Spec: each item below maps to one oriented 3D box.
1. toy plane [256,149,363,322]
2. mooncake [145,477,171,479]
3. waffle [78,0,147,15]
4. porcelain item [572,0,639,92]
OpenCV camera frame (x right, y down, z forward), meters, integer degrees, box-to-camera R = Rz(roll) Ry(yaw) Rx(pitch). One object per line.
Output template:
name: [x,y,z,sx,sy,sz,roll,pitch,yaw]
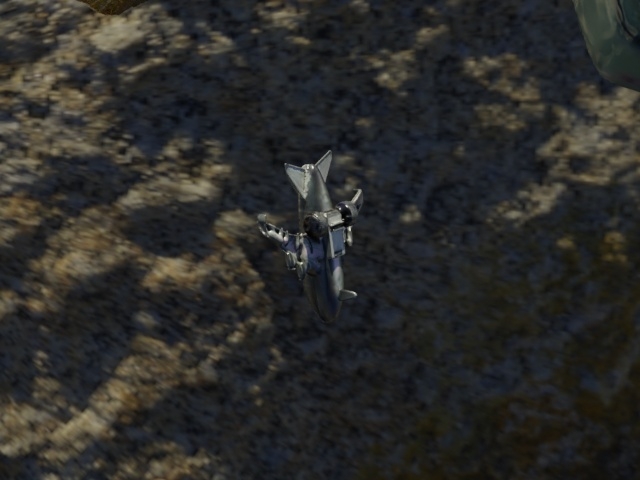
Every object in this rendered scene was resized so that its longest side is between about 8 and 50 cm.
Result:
toy plane: [0.000,0.000,0.719,0.078,0.031,0.083,-20,101,-48]
mooncake: [-0.167,0.299,0.888,0.324,0.324,0.187,-28,75,-18]
waffle: [-0.051,-0.274,0.951,0.098,0.327,0.224,41,118,-5]
porcelain item: [0.208,-0.171,0.478,0.281,0.157,0.285,-12,76,-13]
